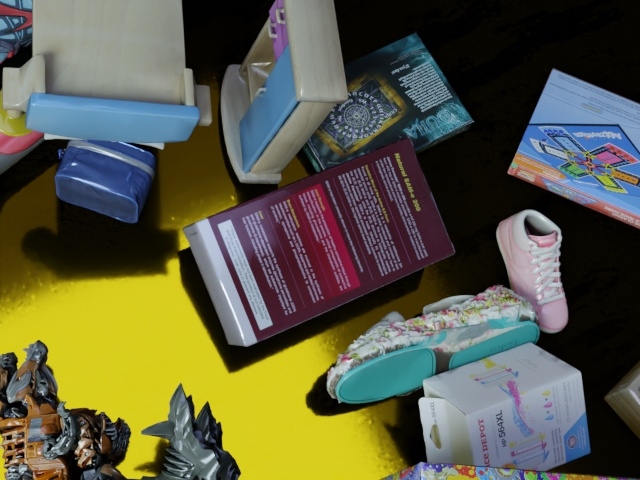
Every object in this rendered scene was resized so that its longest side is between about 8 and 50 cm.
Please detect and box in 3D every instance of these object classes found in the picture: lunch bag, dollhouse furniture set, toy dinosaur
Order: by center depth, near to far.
[{"bbox_3d":[-0.181,0.232,0.860,0.218,0.164,0.322,-27,97,-5],"label":"toy dinosaur"},{"bbox_3d":[-0.162,-0.202,0.937,0.303,0.198,0.287,0,70,-23],"label":"dollhouse furniture set"},{"bbox_3d":[-0.214,-0.068,0.975,0.098,0.067,0.065,20,66,-6],"label":"lunch bag"}]

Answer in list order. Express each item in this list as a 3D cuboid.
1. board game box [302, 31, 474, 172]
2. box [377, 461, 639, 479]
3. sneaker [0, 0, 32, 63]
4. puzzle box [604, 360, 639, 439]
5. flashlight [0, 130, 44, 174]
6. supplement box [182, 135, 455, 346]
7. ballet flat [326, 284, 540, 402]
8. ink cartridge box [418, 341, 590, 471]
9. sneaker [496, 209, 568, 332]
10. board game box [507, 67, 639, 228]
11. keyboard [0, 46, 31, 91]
[{"bbox_3d":[0.061,-0.140,1.084,0.186,0.026,0.126,-27,80,-20],"label":"board game box"},{"bbox_3d":[0.168,0.297,0.810,0.279,0.290,0.177,7,69,-11],"label":"box"},{"bbox_3d":[-0.329,-0.220,0.978,0.261,0.104,0.125,-7,92,-38],"label":"sneaker"},{"bbox_3d":[0.532,0.232,1.042,0.272,0.052,0.409,-39,82,-22],"label":"puzzle box"},{"bbox_3d":[-0.295,-0.119,0.951,0.304,0.103,0.103,-44,45,-18],"label":"flashlight"},{"bbox_3d":[0.000,0.000,0.981,0.239,0.073,0.130,-22,93,-18],"label":"supplement box"},{"bbox_3d":[0.107,0.101,0.991,0.240,0.091,0.077,-12,43,-20],"label":"ballet flat"},{"bbox_3d":[0.170,0.173,0.945,0.143,0.090,0.092,-17,109,-17],"label":"ink cartridge box"},{"bbox_3d":[0.231,0.029,1.038,0.051,0.070,0.134,-15,76,-19],"label":"sneaker"},{"bbox_3d":[0.366,-0.081,1.104,0.281,0.027,0.145,24,64,7],"label":"board game box"},{"bbox_3d":[-0.363,-0.222,1.024,0.100,0.038,0.192,-6,70,-39],"label":"keyboard"}]
